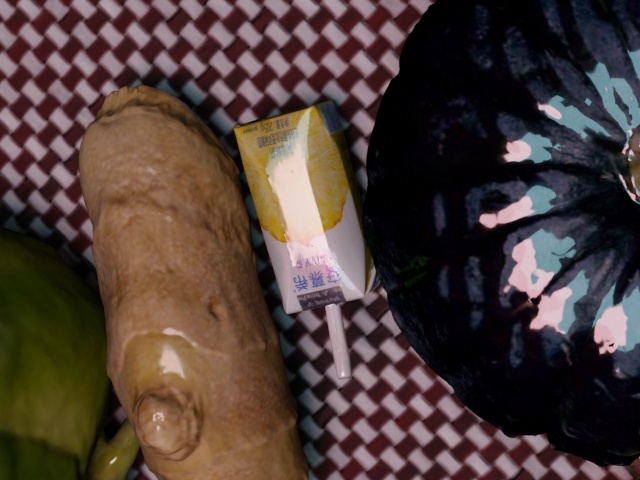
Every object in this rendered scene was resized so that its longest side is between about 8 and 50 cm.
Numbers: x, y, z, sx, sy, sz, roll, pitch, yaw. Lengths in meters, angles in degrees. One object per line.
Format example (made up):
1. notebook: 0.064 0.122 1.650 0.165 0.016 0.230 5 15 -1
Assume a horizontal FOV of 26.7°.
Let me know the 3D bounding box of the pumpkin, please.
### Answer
1. pumpkin: 0.206 -0.031 0.847 0.363 0.266 0.363 0 85 4

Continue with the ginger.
1. ginger: -0.098 0.057 0.992 0.126 0.190 0.354 -19 82 24

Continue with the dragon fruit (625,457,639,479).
1. dragon fruit: 0.292 0.231 0.929 0.274 0.192 0.193 35 113 15

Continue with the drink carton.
1. drink carton: 0.000 0.000 1.003 0.084 0.074 0.200 -13 98 14

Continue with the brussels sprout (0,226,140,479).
1. brussels sprout: -0.313 0.167 0.996 0.276 0.315 0.371 19 110 31
